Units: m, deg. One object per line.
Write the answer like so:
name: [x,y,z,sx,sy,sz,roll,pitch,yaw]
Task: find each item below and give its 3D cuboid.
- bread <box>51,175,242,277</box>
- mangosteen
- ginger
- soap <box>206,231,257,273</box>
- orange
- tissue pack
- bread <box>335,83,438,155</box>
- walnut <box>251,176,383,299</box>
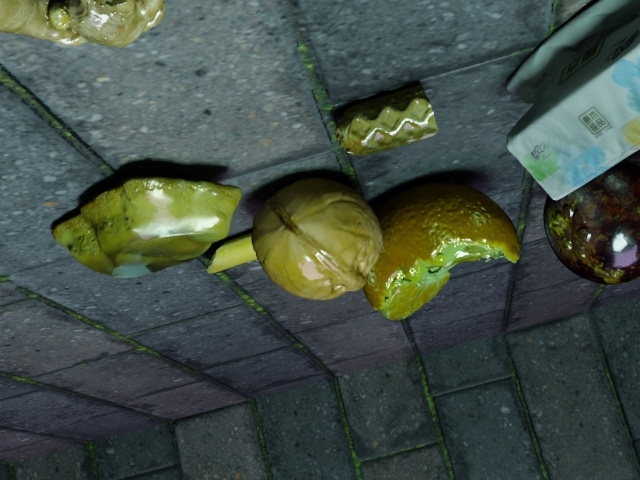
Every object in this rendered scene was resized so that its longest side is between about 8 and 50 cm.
bread: [-0.206,-0.014,1.188,0.161,0.088,0.233,-4,162,-39]
mangosteen: [0.443,-0.038,1.479,0.217,0.192,0.192,-17,167,-28]
ginger: [-0.198,-0.173,0.728,0.193,0.052,0.176,-23,156,23]
soap: [-0.095,0.008,1.441,0.169,0.033,0.089,-17,161,10]
orange: [0.157,0.003,1.411,0.179,0.158,0.237,-5,159,-46]
tissue pack: [0.305,-0.174,1.040,0.159,0.145,0.229,-43,-178,-33]
bread: [0.070,-0.127,1.091,0.110,0.060,0.066,-18,-169,9]
walnut: [0.000,0.000,1.292,0.159,0.159,0.207,-19,158,17]
